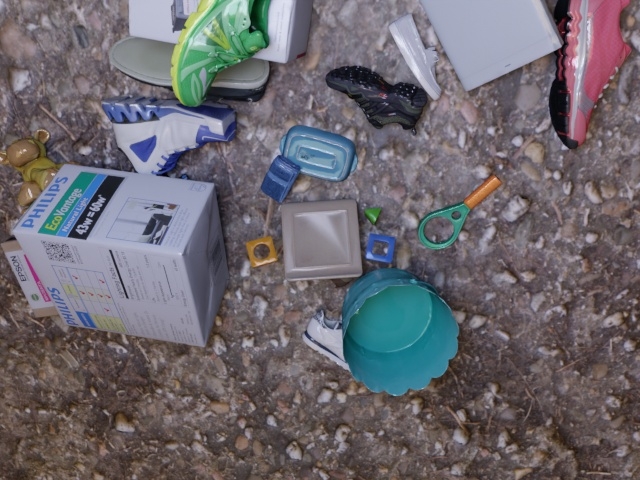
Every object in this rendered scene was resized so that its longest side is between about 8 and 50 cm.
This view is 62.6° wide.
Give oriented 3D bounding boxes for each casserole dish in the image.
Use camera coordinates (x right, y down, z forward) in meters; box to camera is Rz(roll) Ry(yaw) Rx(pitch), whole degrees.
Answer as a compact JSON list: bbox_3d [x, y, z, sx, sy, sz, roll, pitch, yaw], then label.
[{"bbox_3d":[-0.007,-0.197,1.222,0.189,0.037,0.114,16,114,2],"label":"casserole dish"}]

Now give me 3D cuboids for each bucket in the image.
[{"bbox_3d":[0.178,0.206,1.266,0.281,0.183,0.281,-1,106,-2],"label":"bucket"}]

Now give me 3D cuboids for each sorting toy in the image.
[{"bbox_3d":[0.000,0.000,1.249,0.348,0.047,0.195,-4,75,-1],"label":"sorting toy"}]

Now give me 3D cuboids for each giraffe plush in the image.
[{"bbox_3d":[-0.689,-0.180,1.284,0.210,0.181,0.170,-21,101,53],"label":"giraffe plush"}]

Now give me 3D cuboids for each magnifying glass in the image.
[{"bbox_3d":[0.326,-0.066,1.236,0.092,0.026,0.231,42,112,-10],"label":"magnifying glass"}]

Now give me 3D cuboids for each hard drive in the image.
[{"bbox_3d":[0.304,-0.468,1.013,0.203,0.040,0.307,-18,112,43],"label":"hard drive"}]

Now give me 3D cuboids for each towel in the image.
[{"bbox_3d":[-0.097,-0.144,1.240,0.067,0.029,0.119,32,137,-4],"label":"towel"}]

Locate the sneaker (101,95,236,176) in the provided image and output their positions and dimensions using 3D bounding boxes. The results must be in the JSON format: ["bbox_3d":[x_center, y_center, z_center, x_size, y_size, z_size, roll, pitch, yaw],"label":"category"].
[{"bbox_3d":[-0.344,-0.231,1.221,0.316,0.127,0.182,8,118,12],"label":"sneaker"}]

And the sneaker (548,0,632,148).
[{"bbox_3d":[0.538,-0.335,1.037,0.136,0.116,0.313,-3,113,8],"label":"sneaker"}]

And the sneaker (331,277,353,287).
[{"bbox_3d":[-0.006,0.051,1.316,0.188,0.066,0.071,42,129,-3],"label":"sneaker"}]

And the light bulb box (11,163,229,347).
[{"bbox_3d":[-0.431,0.042,1.229,0.361,0.225,0.357,8,137,5],"label":"light bulb box"}]

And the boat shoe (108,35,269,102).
[{"bbox_3d":[-0.279,-0.364,1.152,0.340,0.113,0.127,3,71,-2],"label":"boat shoe"}]

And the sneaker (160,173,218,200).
[{"bbox_3d":[-0.329,-0.124,1.289,0.162,0.063,0.073,14,112,2],"label":"sneaker"}]

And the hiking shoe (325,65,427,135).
[{"bbox_3d":[0.109,-0.294,1.131,0.227,0.086,0.114,24,137,14],"label":"hiking shoe"}]

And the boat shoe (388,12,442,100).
[{"bbox_3d":[0.213,-0.383,1.098,0.063,0.066,0.184,-30,97,20],"label":"boat shoe"}]

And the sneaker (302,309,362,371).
[{"bbox_3d":[0.071,0.277,1.397,0.235,0.090,0.094,31,99,-9],"label":"sneaker"}]

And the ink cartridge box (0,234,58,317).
[{"bbox_3d":[-0.712,0.082,1.423,0.193,0.088,0.234,-9,113,11],"label":"ink cartridge box"}]

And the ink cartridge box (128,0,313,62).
[{"bbox_3d":[-0.183,-0.445,1.035,0.306,0.226,0.131,11,115,5],"label":"ink cartridge box"}]

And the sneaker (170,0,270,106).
[{"bbox_3d":[-0.157,-0.344,0.892,0.124,0.109,0.295,35,115,-4],"label":"sneaker"}]
